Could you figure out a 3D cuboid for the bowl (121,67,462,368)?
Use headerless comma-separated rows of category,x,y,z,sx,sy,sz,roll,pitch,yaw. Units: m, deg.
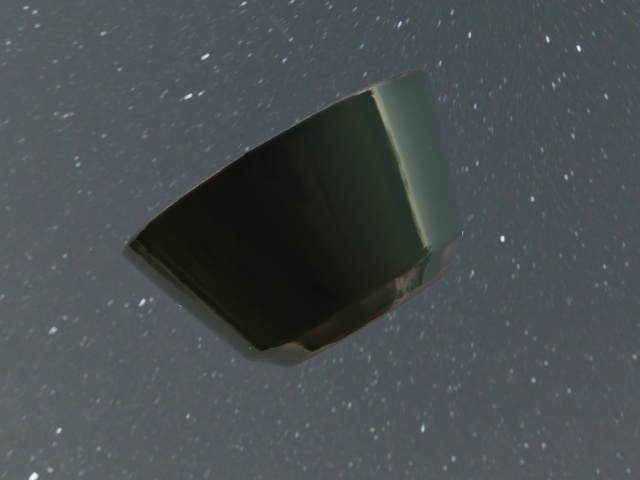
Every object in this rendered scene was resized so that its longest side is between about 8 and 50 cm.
bowl,0.000,0.000,0.890,0.312,0.311,0.163,-31,-91,19
